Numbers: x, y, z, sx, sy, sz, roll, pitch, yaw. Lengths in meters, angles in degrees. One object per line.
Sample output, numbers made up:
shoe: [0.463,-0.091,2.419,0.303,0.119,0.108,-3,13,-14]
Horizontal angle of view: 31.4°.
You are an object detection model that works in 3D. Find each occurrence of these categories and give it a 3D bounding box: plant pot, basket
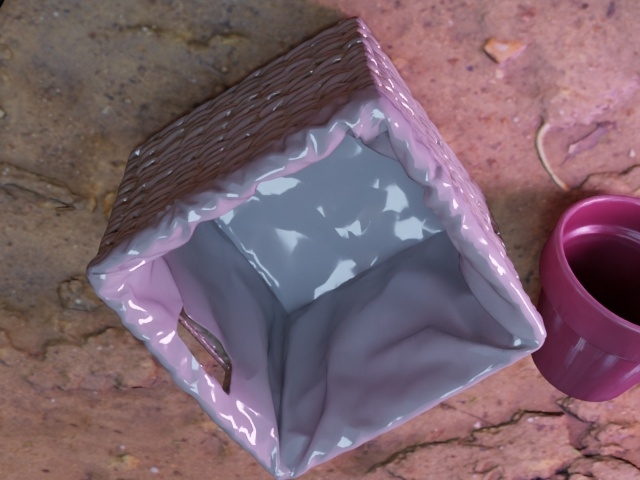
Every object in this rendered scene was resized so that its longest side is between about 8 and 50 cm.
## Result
plant pot: [0.326,0.080,1.279,0.201,0.201,0.180,9,138,-8]
basket: [0.000,0.000,1.156,0.331,0.266,0.328,-30,119,16]

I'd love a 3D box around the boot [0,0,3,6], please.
boot: [-0.362,-0.339,0.945,0.284,0.138,0.377,27,150,-14]
